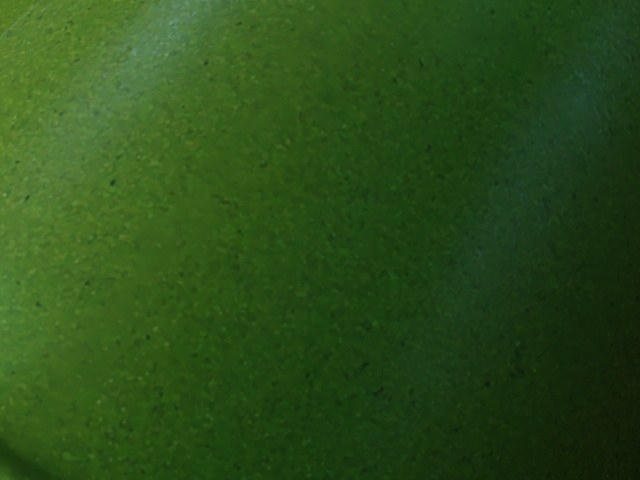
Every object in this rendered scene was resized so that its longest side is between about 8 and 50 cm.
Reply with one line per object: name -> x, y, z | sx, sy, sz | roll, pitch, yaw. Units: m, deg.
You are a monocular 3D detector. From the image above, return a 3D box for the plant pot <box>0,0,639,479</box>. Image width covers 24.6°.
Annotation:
plant pot -> 0.000, 0.000, 0.546 | 0.366, 0.366, 0.353 | 29, 83, 45
